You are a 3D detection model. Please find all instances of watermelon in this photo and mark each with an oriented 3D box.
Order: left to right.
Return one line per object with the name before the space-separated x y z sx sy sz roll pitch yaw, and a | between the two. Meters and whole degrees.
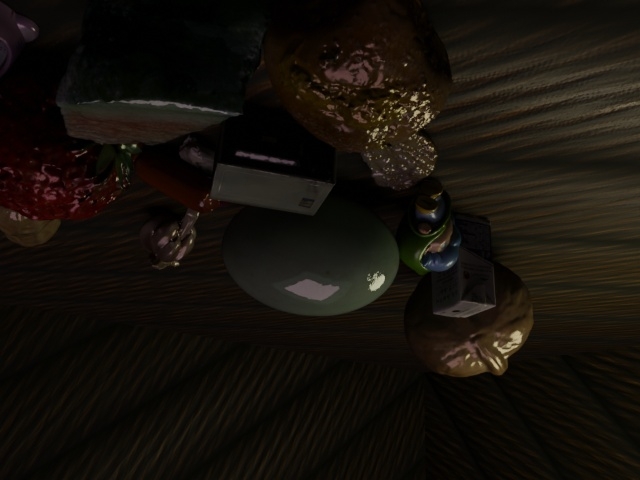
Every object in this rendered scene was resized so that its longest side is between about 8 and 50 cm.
watermelon | -0.201 -0.226 0.635 0.151 0.264 0.302 21 156 -37

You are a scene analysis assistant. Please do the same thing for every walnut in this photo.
walnut | 0.406 0.210 1.566 0.381 0.381 0.381 3 159 1

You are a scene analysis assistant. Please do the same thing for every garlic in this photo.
garlic | -0.366 -0.029 1.387 0.131 0.127 0.194 -2 141 -45

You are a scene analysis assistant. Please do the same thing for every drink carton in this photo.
drink carton | 0.339 0.065 1.356 0.102 0.222 0.134 10 158 -18

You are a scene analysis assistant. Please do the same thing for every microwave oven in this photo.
microwave oven | -0.086 -0.142 1.010 0.205 0.129 0.163 9 156 -15

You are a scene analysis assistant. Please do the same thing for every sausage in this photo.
sausage | -0.282 -0.118 1.098 0.198 0.076 0.076 27 165 17

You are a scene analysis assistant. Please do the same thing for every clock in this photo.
clock | -0.480 -0.282 0.805 0.110 0.050 0.153 19 154 -37

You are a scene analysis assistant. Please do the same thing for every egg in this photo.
egg | -0.022 0.027 1.231 0.389 0.276 0.276 6 159 -1

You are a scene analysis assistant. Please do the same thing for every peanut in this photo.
peanut | -0.656 -0.073 1.246 0.152 0.152 0.313 11 159 -21

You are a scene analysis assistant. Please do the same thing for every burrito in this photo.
burrito | -0.194 -0.143 1.118 0.064 0.064 0.203 -15 150 38

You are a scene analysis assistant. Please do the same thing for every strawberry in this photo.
strawberry | -0.441 -0.140 0.907 0.289 0.238 0.250 -9 154 18

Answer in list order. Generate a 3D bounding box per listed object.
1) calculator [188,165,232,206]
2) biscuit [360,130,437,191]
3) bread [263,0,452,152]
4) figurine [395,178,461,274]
calculator | -0.258 -0.117 1.230 0.127 0.034 0.190 -13 159 33
biscuit | 0.145 -0.164 1.045 0.141 0.038 0.290 -6 159 20
bread | 0.058 -0.215 0.737 0.196 0.176 0.246 -9 156 33
figurine | 0.236 -0.029 1.232 0.143 0.162 0.263 7 150 16
